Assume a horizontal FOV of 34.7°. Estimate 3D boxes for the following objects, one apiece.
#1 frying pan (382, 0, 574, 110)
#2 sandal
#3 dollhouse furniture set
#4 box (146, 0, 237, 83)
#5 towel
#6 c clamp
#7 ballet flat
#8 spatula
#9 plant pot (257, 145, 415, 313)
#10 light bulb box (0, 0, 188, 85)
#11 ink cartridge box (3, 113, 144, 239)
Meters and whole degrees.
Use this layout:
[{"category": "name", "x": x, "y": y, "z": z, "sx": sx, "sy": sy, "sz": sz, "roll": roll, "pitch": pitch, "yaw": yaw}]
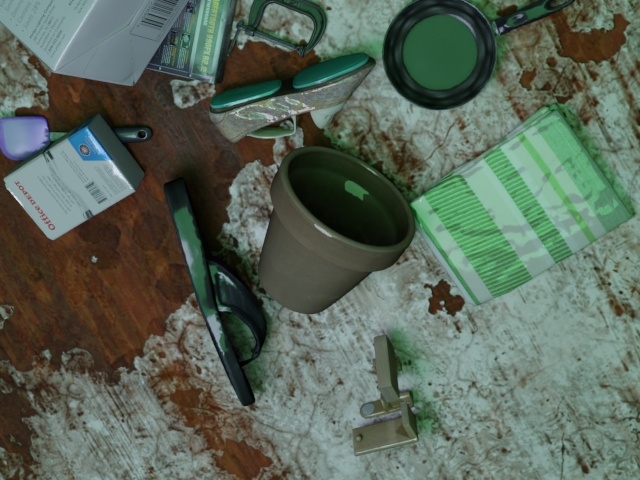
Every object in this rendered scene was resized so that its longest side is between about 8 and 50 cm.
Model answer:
[{"category": "frying pan", "x": 0.250, "y": -0.367, "z": 1.748, "sx": 0.197, "sy": 0.053, "sz": 0.326, "roll": 45, "pitch": 104, "yaw": -2}, {"category": "sandal", "x": -0.173, "y": 0.093, "z": 1.876, "sx": 0.107, "sy": 0.167, "sz": 0.445, "roll": -18, "pitch": 99, "yaw": -4}, {"category": "dollhouse furniture set", "x": 0.092, "y": 0.284, "z": 1.873, "sx": 0.123, "sy": 0.144, "sz": 0.151, "roll": -17, "pitch": 135, "yaw": 14}, {"category": "box", "x": -0.247, "y": -0.411, "z": 1.824, "sx": 0.183, "sy": 0.056, "sz": 0.231, "roll": 13, "pitch": 104, "yaw": 7}, {"category": "towel", "x": 0.342, "y": -0.054, "z": 1.811, "sx": 0.325, "sy": 0.038, "sz": 0.248, "roll": -34, "pitch": 96, "yaw": 13}, {"category": "c clamp", "x": -0.074, "y": -0.374, "z": 1.822, "sx": 0.161, "sy": 0.022, "sz": 0.137, "roll": 17, "pitch": 100, "yaw": 8}, {"category": "ballet flat", "x": -0.040, "y": -0.245, "z": 1.814, "sx": 0.316, "sy": 0.107, "sz": 0.106, "roll": -12, "pitch": 120, "yaw": 18}, {"category": "spatula", "x": -0.460, "y": -0.194, "z": 1.924, "sx": 0.296, "sy": 0.030, "sz": 0.084, "roll": 0, "pitch": 103, "yaw": 10}, {"category": "plant pot", "x": 0.000, "y": 0.000, "z": 1.794, "sx": 0.263, "sy": 0.263, "sz": 0.229, "roll": 35, "pitch": 125, "yaw": 1}, {"category": "light bulb box", "x": -0.399, "y": -0.510, "z": 1.697, "sx": 0.361, "sy": 0.225, "sz": 0.358, "roll": 42, "pitch": 107, "yaw": 18}, {"category": "ink cartridge box", "x": -0.454, "y": -0.117, "z": 1.893, "sx": 0.203, "sy": 0.086, "sz": 0.148, "roll": -28, "pitch": 111, "yaw": 17}]
